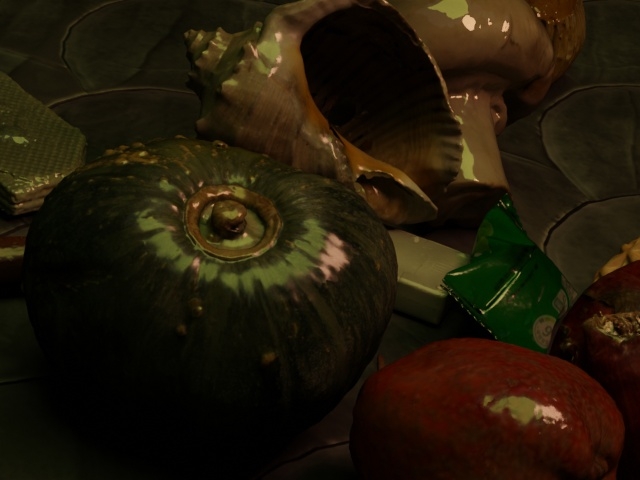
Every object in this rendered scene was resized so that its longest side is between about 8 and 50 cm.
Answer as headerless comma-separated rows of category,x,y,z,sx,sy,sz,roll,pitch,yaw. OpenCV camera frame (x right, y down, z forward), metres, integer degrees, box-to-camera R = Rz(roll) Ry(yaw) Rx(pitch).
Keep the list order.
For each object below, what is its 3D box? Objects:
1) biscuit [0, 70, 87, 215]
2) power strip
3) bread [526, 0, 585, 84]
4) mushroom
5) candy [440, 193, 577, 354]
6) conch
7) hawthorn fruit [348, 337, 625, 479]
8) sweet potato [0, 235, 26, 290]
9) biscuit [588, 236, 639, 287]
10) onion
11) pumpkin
biscuit,-0.353,-0.114,1.943,0.150,0.052,0.252,-17,42,-40
power strip,0.000,0.000,1.888,0.367,0.043,0.106,20,32,14
bread,0.249,-0.305,2.385,0.227,0.142,0.253,12,32,15
mushroom,0.152,-0.152,2.041,0.292,0.292,0.290,-6,67,-27
candy,0.202,0.045,1.815,0.141,0.078,0.203,38,36,-2
conch,0.002,-0.152,1.883,0.324,0.263,0.186,31,16,-25
hawthorn fruit,0.124,0.174,1.498,0.262,0.210,0.210,26,33,37
sweet potato,-0.343,0.026,1.716,0.264,0.057,0.057,-6,35,-21
biscuit,0.371,0.046,1.815,0.309,0.040,0.204,-44,31,-23
onion,0.319,0.122,1.616,0.248,0.248,0.161,26,0,22
pumpkin,-0.102,0.040,1.579,0.327,0.257,0.291,29,47,14
